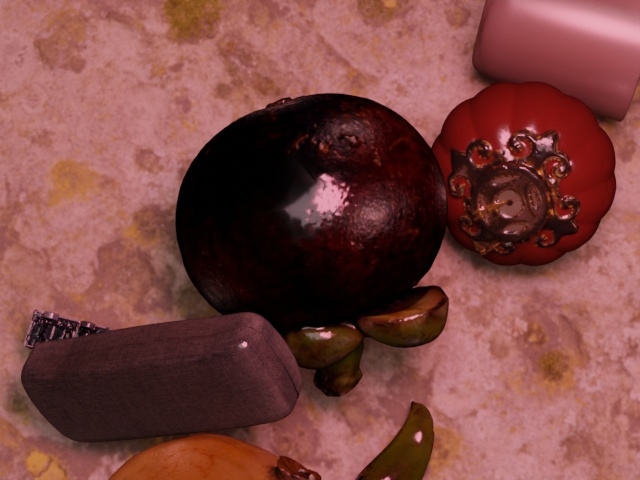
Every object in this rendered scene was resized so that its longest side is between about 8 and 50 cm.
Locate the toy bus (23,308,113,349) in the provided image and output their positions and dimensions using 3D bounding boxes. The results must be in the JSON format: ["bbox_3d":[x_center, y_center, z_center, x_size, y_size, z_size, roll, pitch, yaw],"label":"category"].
[{"bbox_3d":[-0.298,0.121,1.751,0.102,0.058,0.052,13,77,8],"label":"toy bus"}]

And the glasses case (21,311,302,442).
[{"bbox_3d":[-0.181,0.158,1.645,0.323,0.131,0.074,-10,42,27],"label":"glasses case"}]

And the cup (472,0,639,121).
[{"bbox_3d":[0.309,-0.285,1.807,0.200,0.192,0.253,16,47,7],"label":"cup"}]

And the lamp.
[{"bbox_3d":[0.241,-0.081,1.737,0.226,0.227,0.227,0,76,0],"label":"lamp"}]

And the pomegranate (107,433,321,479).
[{"bbox_3d":[-0.124,0.360,1.591,0.307,0.307,0.307,0,76,0],"label":"pomegranate"}]

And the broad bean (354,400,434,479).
[{"bbox_3d":[0.051,0.343,1.697,0.077,0.061,0.339,24,78,-2],"label":"broad bean"}]

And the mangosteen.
[{"bbox_3d":[-0.004,-0.013,1.662,0.330,0.330,0.330,0,76,0],"label":"mangosteen"}]
